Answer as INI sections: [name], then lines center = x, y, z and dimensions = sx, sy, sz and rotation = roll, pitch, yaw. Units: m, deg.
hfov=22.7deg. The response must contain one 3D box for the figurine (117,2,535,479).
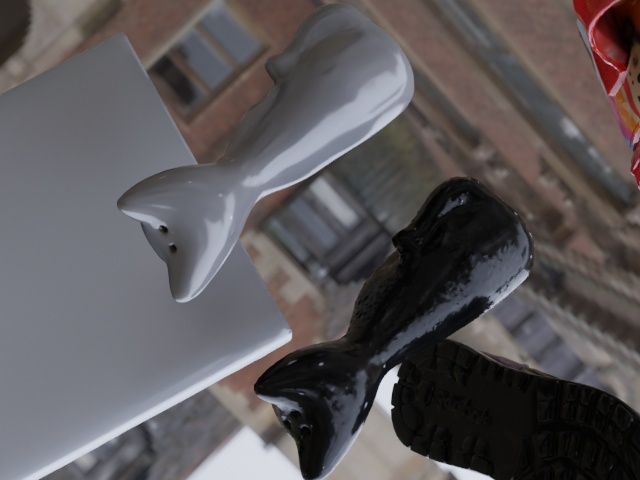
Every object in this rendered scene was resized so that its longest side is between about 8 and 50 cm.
[figurine]
center = 0.000, 0.000, 0.939
dimensions = 0.209, 0.215, 0.092
rotation = -45, -164, -33

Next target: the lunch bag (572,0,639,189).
[lunch bag]
center = 0.225, -0.120, 0.622
dimensions = 0.258, 0.120, 0.293
rotation = -11, 163, -12

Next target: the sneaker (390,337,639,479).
[sneaker]
center = 0.178, 0.141, 1.058
dimensions = 0.283, 0.124, 0.107
rotation = 32, -77, 52

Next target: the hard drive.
[hard drive]
center = -0.228, 0.046, 1.026
dimensions = 0.353, 0.233, 0.047
rotation = -29, 169, -6
